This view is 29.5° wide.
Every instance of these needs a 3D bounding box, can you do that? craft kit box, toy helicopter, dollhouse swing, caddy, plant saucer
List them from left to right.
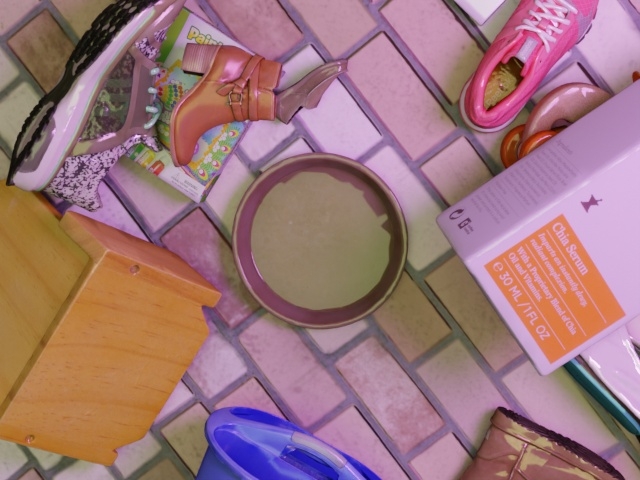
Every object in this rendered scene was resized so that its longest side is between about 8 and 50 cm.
[{"bbox_3d":[-0.410,0.114,1.962,0.315,0.305,0.347,24,103,-38],"label":"dollhouse swing"},{"bbox_3d":[-0.224,-0.226,1.896,0.250,0.061,0.246,33,98,3],"label":"craft kit box"},{"bbox_3d":[-0.037,0.380,1.853,0.341,0.241,0.179,29,107,3],"label":"caddy"},{"bbox_3d":[0.000,0.000,1.898,0.278,0.041,0.278,1,98,8],"label":"plant saucer"},{"bbox_3d":[0.452,-0.086,1.798,0.235,0.140,0.355,-41,101,2],"label":"toy helicopter"}]

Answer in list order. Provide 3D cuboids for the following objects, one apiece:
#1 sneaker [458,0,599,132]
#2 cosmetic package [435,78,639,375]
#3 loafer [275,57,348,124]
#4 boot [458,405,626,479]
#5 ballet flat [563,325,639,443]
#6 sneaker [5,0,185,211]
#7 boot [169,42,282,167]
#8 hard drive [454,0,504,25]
[{"bbox_3d":[0.315,-0.287,1.767,0.116,0.136,0.314,32,100,2],"label":"sneaker"},{"bbox_3d":[0.415,-0.046,1.655,0.453,0.161,0.230,-35,115,6],"label":"cosmetic package"},{"bbox_3d":[-0.014,-0.229,1.866,0.148,0.056,0.050,-31,93,21],"label":"loafer"},{"bbox_3d":[0.311,0.422,1.888,0.236,0.089,0.269,28,100,15],"label":"boot"},{"bbox_3d":[0.522,0.274,1.824,0.139,0.139,0.400,-39,90,11],"label":"ballet flat"},{"bbox_3d":[-0.299,-0.215,1.838,0.182,0.158,0.410,34,100,-29],"label":"sneaker"},{"bbox_3d":[-0.143,-0.194,1.827,0.152,0.073,0.197,12,101,2],"label":"boot"},{"bbox_3d":[0.199,-0.499,1.806,0.307,0.040,0.203,44,101,1],"label":"hard drive"}]
